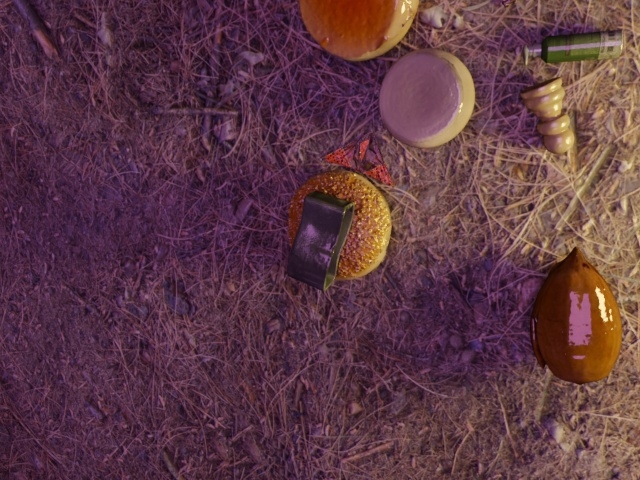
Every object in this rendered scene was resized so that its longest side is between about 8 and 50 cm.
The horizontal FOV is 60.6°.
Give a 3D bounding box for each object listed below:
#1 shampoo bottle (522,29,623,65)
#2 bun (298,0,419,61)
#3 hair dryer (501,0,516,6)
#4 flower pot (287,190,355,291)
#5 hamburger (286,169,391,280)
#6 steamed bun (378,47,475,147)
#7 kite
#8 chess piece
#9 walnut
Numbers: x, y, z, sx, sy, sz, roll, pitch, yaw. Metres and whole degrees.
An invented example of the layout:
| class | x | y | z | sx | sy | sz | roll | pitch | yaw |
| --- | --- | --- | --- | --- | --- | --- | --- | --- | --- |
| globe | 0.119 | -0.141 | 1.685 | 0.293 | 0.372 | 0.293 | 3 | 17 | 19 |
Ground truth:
| class | x | y | z | sx | sy | sz | roll | pitch | yaw |
| --- | --- | --- | --- | --- | --- | --- | --- | --- | --- |
| shampoo bottle | 0.568 | -0.435 | 1.244 | 0.204 | 0.065 | 0.065 | 1 | 104 | 18 |
| bun | 0.102 | -0.584 | 1.304 | 0.298 | 0.165 | 0.299 | 14 | 122 | 25 |
| hair dryer | 0.481 | -0.591 | 1.244 | 0.154 | 0.054 | 0.106 | -39 | 85 | 26 |
| flower pot | 0.000 | 0.000 | 1.329 | 0.108 | 0.103 | 0.230 | 22 | 107 | 16 |
| hamburger | 0.053 | -0.040 | 1.448 | 0.301 | 0.170 | 0.303 | 4 | 105 | 17 |
| steamed bun | 0.261 | -0.339 | 1.322 | 0.231 | 0.145 | 0.232 | 5 | 100 | 30 |
| kite | 0.119 | -0.235 | 1.466 | 0.222 | 0.008 | 0.125 | 24 | 109 | 11 |
| chess piece | 0.542 | -0.286 | 1.283 | 0.094 | 0.094 | 0.171 | -21 | 104 | 21 |
| walnut | 0.612 | 0.177 | 1.310 | 0.208 | 0.209 | 0.337 | 0 | 104 | 18 |
